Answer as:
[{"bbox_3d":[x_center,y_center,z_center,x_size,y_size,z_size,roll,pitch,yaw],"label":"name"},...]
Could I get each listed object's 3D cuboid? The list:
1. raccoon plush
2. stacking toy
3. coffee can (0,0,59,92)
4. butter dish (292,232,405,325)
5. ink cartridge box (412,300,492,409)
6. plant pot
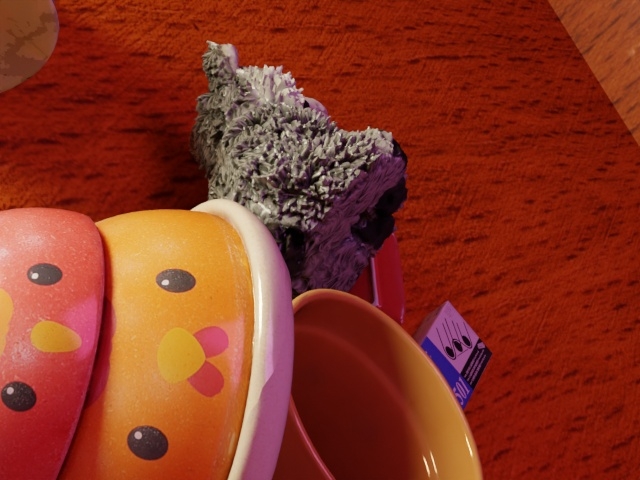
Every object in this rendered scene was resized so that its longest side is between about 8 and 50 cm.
[{"bbox_3d":[-0.105,-0.084,1.711,0.299,0.216,0.446,35,21,23],"label":"raccoon plush"},{"bbox_3d":[-0.289,0.093,1.193,0.480,0.350,0.350,14,44,-24],"label":"stacking toy"},{"bbox_3d":[-0.380,-0.310,1.609,0.201,0.201,0.275,25,40,-41],"label":"coffee can"},{"bbox_3d":[0.037,0.088,1.872,0.118,0.160,0.160,58,19,-43],"label":"butter dish"},{"bbox_3d":[0.155,0.165,2.034,0.097,0.046,0.207,49,29,-5],"label":"ink cartridge box"},{"bbox_3d":[-0.005,0.224,1.573,0.291,0.203,0.291,36,32,-28],"label":"plant pot"}]
